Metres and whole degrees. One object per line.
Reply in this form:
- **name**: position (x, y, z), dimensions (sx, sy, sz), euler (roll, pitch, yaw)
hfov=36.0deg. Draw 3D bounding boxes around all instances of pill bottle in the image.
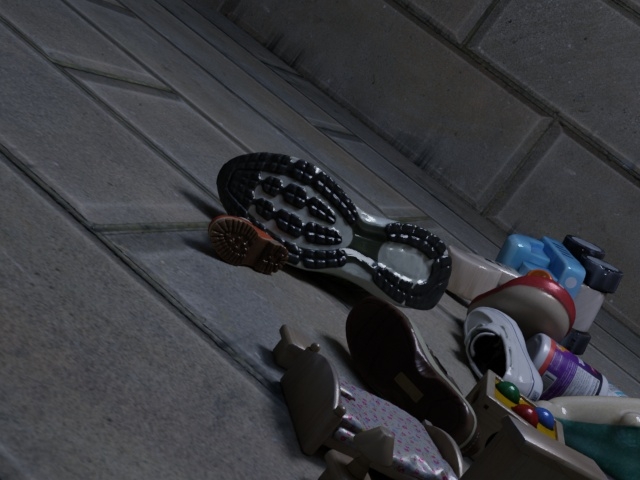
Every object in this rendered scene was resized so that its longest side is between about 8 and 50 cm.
- **pill bottle**: position (0.435, 0.258, 1.731), dimensions (0.193, 0.108, 0.108), euler (35, 13, -7)

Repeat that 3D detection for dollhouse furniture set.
- **dollhouse furniture set**: position (0.143, 0.198, 1.037), dimensions (0.303, 0.173, 0.355), euler (31, 14, -25)

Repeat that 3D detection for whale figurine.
- **whale figurine**: position (0.415, 0.307, 1.494), dimensions (0.272, 0.141, 0.216), euler (11, -14, -21)

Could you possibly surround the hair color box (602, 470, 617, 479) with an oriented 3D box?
- **hair color box**: position (0.399, 0.361, 1.416), dimensions (0.141, 0.043, 0.072), euler (33, 13, -10)

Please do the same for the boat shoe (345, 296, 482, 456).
- **boat shoe**: position (0.118, 0.180, 1.259), dimensions (0.095, 0.095, 0.257), euler (43, 10, -46)

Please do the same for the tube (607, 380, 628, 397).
- **tube**: position (0.590, 0.308, 2.108), dimensions (0.080, 0.052, 0.207), euler (37, 7, -21)

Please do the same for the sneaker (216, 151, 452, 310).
- **sneaker**: position (0.000, 0.000, 1.563), dimensions (0.410, 0.158, 0.182), euler (29, -17, -22)

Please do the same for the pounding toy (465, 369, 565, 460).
- **pounding toy**: position (0.278, 0.278, 1.280), dimensions (0.206, 0.094, 0.181), euler (37, 13, 4)

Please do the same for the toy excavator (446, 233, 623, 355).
- **toy excavator**: position (0.451, 0.090, 2.255), dimensions (0.445, 0.222, 0.433), euler (20, 15, -7)

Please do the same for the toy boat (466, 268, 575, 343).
- **toy boat**: position (0.387, 0.117, 1.836), dimensions (0.151, 0.151, 0.231), euler (37, -23, -6)

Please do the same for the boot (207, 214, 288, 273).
- **boot**: position (-0.117, -0.006, 1.357), dimensions (0.085, 0.059, 0.158), euler (41, 5, 33)

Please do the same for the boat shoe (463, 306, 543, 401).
- **boat shoe**: position (0.286, 0.183, 1.660), dimensions (0.088, 0.096, 0.267), euler (36, 20, -24)
